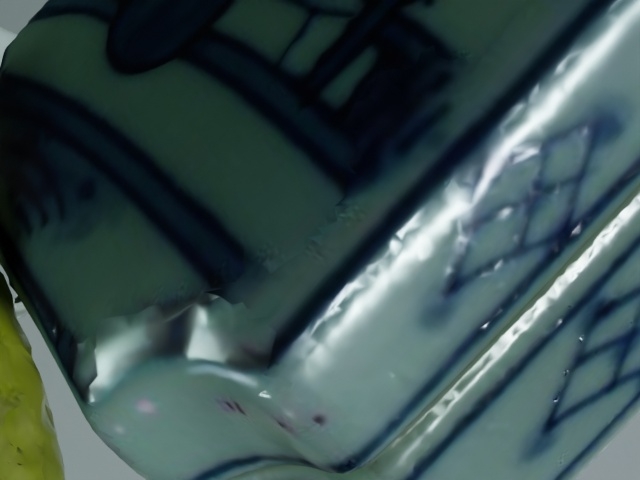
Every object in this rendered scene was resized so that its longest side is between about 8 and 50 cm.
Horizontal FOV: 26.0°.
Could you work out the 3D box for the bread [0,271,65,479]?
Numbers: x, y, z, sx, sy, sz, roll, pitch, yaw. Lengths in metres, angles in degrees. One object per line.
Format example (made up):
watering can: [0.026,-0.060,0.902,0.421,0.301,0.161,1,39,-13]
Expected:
bread: [-0.280,0.137,0.563,0.348,0.307,0.348,5,62,-11]

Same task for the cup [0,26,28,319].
cup: [-0.281,-0.058,1.265,0.186,0.234,0.258,-27,34,50]

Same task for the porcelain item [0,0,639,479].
porcelain item: [0.016,-0.048,0.513,0.286,0.157,0.281,-46,40,2]
